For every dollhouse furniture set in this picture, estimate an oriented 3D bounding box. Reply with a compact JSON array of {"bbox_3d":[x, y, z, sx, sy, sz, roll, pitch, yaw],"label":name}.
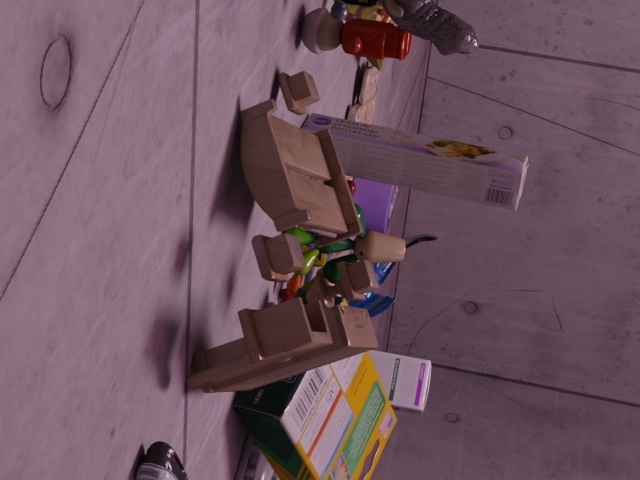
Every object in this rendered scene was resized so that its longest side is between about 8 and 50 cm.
[{"bbox_3d":[-0.085,-0.026,1.216,0.303,0.173,0.356,16,55,-70],"label":"dollhouse furniture set"}]

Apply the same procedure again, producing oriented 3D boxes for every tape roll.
[{"bbox_3d":[0.113,-0.111,2.219,0.189,0.080,0.189,13,90,-84],"label":"tape roll"}]

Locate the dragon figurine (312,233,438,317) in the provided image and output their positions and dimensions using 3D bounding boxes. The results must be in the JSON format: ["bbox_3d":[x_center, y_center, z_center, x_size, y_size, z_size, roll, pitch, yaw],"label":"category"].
[{"bbox_3d":[0.073,0.086,1.893,0.085,0.289,0.144,170,-98,-77],"label":"dragon figurine"}]

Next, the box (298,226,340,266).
[{"bbox_3d":[0.000,0.000,1.781,0.169,0.054,0.059,-35,135,-78],"label":"box"}]

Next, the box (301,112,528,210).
[{"bbox_3d":[0.131,-0.114,1.577,0.063,0.323,0.067,-61,160,-57],"label":"box"}]

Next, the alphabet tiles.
[{"bbox_3d":[0.072,-0.204,2.138,0.284,0.021,0.278,-52,154,-73],"label":"alphabet tiles"}]

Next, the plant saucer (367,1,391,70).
[{"bbox_3d":[0.097,-0.413,1.954,0.188,0.045,0.189,32,68,-82],"label":"plant saucer"}]

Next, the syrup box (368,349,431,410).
[{"bbox_3d":[0.080,0.249,2.012,0.093,0.236,0.096,69,33,-77],"label":"syrup box"}]

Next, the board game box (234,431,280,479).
[{"bbox_3d":[-0.081,0.402,1.750,0.390,0.050,0.390,89,13,-55],"label":"board game box"}]

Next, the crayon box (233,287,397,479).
[{"bbox_3d":[0.002,0.248,1.593,0.203,0.083,0.323,-61,146,-30],"label":"crayon box"}]

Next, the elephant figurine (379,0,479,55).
[{"bbox_3d":[0.048,-0.298,1.057,0.186,0.239,0.170,62,40,-77],"label":"elephant figurine"}]

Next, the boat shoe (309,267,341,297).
[{"bbox_3d":[-0.004,0.109,1.740,0.083,0.075,0.226,-49,-179,32],"label":"boat shoe"}]

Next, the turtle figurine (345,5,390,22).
[{"bbox_3d":[0.064,-0.384,1.611,0.217,0.087,0.270,98,-5,-82],"label":"turtle figurine"}]

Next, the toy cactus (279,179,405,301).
[{"bbox_3d":[0.031,0.003,1.614,0.112,0.180,0.219,-109,-152,-63],"label":"toy cactus"}]

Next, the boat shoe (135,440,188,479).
[{"bbox_3d":[-0.147,0.242,1.087,0.142,0.049,0.040,84,18,-57],"label":"boat shoe"}]

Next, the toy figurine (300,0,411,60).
[{"bbox_3d":[0.047,-0.347,1.377,0.209,0.148,0.213,59,44,-69],"label":"toy figurine"}]
